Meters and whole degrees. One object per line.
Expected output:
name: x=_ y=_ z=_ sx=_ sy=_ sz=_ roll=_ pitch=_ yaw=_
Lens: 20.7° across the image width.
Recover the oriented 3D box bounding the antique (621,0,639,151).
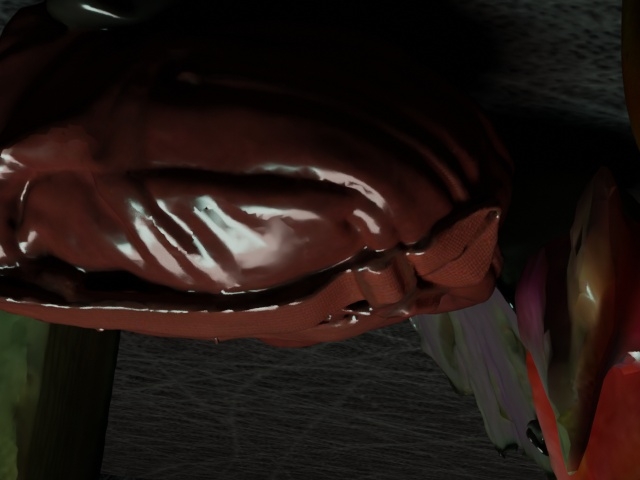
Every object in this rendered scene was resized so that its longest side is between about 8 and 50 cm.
antique: x=0.217 y=-0.042 z=0.434 sx=0.278 sy=0.129 sz=0.223 roll=-2 pitch=139 yaw=14

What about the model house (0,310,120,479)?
model house: x=-0.286 y=0.161 z=1.118 sx=0.334 sy=0.382 sz=0.342 roll=9 pitch=164 yaw=3

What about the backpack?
backpack: x=-0.026 y=-0.018 z=0.726 sx=0.229 sy=0.139 sz=0.229 roll=8 pitch=159 yaw=3

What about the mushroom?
mushroom: x=0.109 y=0.024 z=0.847 sx=0.141 sy=0.117 sz=0.188 roll=57 pitch=174 yaw=-10

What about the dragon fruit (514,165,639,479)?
dragon fruit: x=0.222 y=0.109 z=0.307 sx=0.386 sy=0.249 sz=0.371 roll=7 pitch=150 yaw=-3
